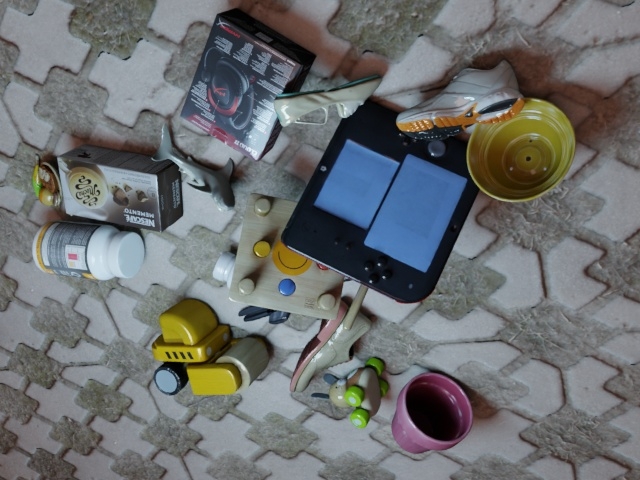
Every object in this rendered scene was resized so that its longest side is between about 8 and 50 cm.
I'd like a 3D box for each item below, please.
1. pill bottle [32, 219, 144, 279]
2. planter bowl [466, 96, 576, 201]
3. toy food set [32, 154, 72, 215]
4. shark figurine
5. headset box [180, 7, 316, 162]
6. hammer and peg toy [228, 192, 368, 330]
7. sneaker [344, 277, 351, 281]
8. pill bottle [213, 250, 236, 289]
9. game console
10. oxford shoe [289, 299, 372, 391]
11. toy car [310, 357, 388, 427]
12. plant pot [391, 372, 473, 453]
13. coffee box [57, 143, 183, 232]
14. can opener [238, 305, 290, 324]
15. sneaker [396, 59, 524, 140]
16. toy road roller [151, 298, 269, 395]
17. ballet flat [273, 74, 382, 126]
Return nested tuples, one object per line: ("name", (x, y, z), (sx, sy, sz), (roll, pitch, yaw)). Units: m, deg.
("pill bottle", (-0.661, 0.030, 1.714), (0.278, 0.162, 0.162), (6, 119, 17))
("planter bowl", (0.424, -0.179, 1.247), (0.217, 0.090, 0.217), (-5, 80, 31))
("toy food set", (-0.765, -0.154, 1.678), (0.192, 0.038, 0.132), (30, 125, 32))
("shark figurine", (-0.288, -0.180, 1.528), (0.278, 0.166, 0.116), (40, 97, 14))
("headset box", (-0.175, -0.340, 1.376), (0.218, 0.110, 0.293), (31, 122, 1))
("hammer and peg toy", (-0.012, 0.053, 1.368), (0.361, 0.127, 0.266), (12, 81, -7))
("sneaker", (0.000, 0.000, 1.500), (0.295, 0.124, 0.178), (-2, 126, 21))
("pill bottle", (-0.193, 0.099, 1.622), (0.180, 0.108, 0.108), (23, 122, 5))
("game console", (0.144, -0.087, 1.297), (0.342, 0.060, 0.386), (27, 78, 3))
("oxford shoe", (0.021, 0.323, 1.664), (0.130, 0.123, 0.348), (28, 124, -4))
("toy car", (0.071, 0.418, 1.689), (0.188, 0.155, 0.149), (2, 119, 32))
("plant pot", (0.285, 0.487, 1.631), (0.201, 0.201, 0.180), (28, 139, 3))
("coffee box", (-0.530, -0.142, 1.600), (0.297, 0.119, 0.168), (12, 119, 13))
("can opener", (-0.161, 0.199, 1.696), (0.186, 0.073, 0.059), (-10, 122, 33))
("sneaker", (0.285, -0.294, 1.253), (0.262, 0.099, 0.121), (-10, 68, 22))
("toy road roller", (-0.333, 0.300, 1.731), (0.329, 0.202, 0.240), (-4, 105, 22))
("ballet flat", (0.021, -0.297, 1.297), (0.248, 0.086, 0.086), (-14, 116, -11))
